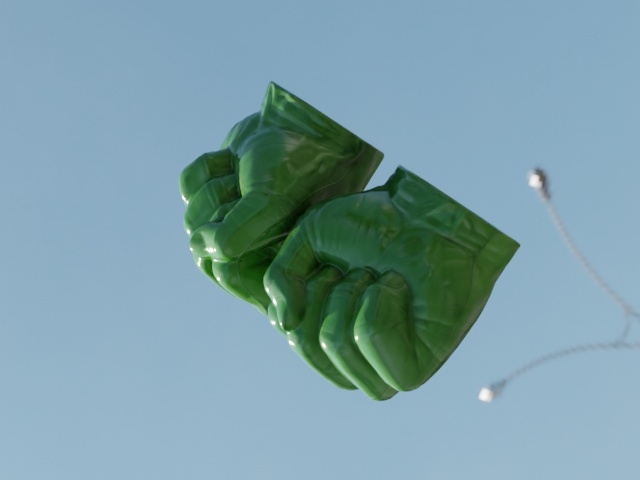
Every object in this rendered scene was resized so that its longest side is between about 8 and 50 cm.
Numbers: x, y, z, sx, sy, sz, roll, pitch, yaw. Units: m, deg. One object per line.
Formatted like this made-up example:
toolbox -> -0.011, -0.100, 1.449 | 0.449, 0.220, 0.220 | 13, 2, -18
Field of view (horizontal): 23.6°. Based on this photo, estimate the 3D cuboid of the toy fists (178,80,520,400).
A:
toy fists -> 0.000, 0.000, 1.005 | 0.096, 0.279, 0.142 | 28, -84, -44
